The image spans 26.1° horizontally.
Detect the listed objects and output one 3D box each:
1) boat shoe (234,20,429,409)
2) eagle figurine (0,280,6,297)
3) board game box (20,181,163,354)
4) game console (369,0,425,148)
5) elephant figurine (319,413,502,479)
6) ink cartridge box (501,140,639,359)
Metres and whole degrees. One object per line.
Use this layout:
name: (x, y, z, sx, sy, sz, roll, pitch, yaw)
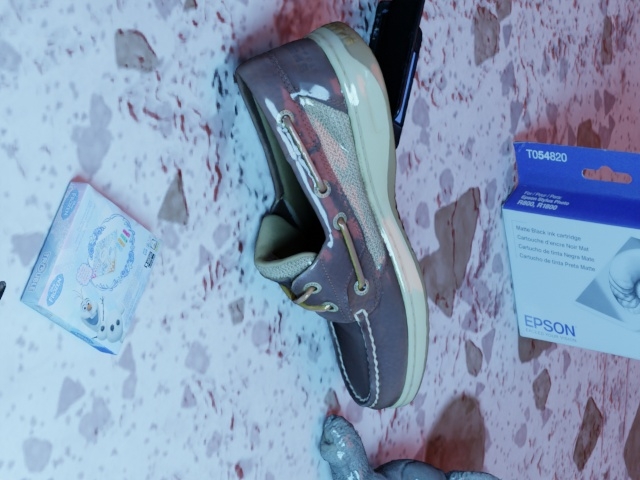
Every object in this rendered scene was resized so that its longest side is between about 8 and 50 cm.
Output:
boat shoe: (0.000, 0.000, 1.114, 0.123, 0.123, 0.342, -22, 122, -20)
eagle figurine: (-0.268, 0.135, 0.695, 0.226, 0.225, 0.298, 116, -31, -54)
board game box: (-0.155, 0.020, 0.948, 0.090, 0.020, 0.090, 44, 60, -50)
game console: (0.076, -0.149, 1.217, 0.107, 0.071, 0.122, 27, 73, -54)
elephant figurine: (0.099, 0.273, 1.263, 0.186, 0.169, 0.239, 62, 21, -80)
ink cartridge box: (0.296, 0.015, 1.433, 0.045, 0.223, 0.224, -34, 122, -42)
